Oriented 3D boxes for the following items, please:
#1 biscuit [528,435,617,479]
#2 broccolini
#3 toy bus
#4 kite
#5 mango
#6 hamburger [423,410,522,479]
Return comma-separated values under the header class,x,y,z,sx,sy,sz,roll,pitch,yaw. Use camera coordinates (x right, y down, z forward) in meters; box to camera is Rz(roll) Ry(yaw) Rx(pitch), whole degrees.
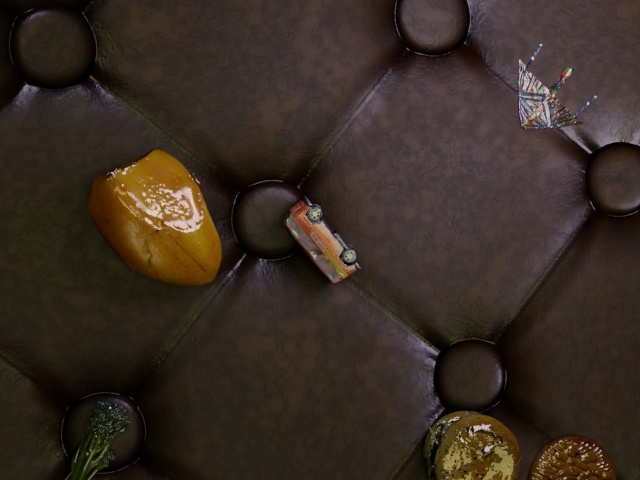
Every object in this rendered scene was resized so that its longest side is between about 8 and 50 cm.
class,x,y,z,sx,sy,sz,roll,pitch,yaw
biscuit,0.508,0.486,1.612,0.188,0.027,0.187,0,93,-9
broccolini,-0.444,0.474,1.455,0.074,0.079,0.392,22,96,-20
toy bus,0.000,0.000,1.490,0.077,0.079,0.174,-39,97,4
kite,0.447,-0.282,1.579,0.183,0.010,0.160,41,85,-8
mango,-0.283,-0.022,1.415,0.187,0.138,0.257,-32,101,-25
hamburger,0.282,0.411,1.531,0.185,0.113,0.177,37,88,-9
